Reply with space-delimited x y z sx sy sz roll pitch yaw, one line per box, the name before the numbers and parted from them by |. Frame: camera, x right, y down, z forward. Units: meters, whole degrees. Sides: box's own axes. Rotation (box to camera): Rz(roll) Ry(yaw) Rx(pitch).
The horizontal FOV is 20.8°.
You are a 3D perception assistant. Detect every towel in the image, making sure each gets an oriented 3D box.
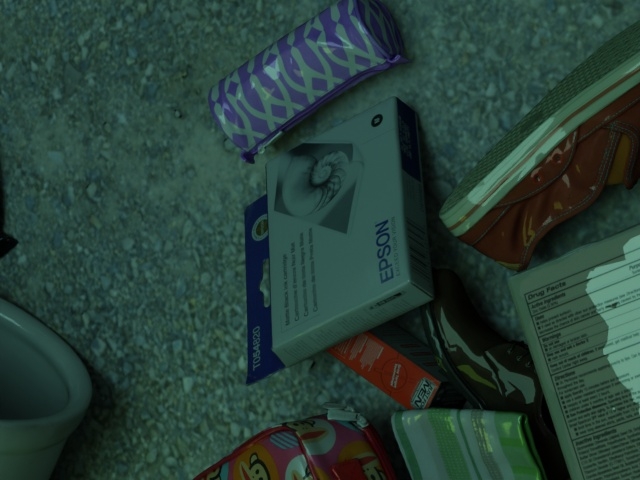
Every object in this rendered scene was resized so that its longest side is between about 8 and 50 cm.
towel | 0.134 0.201 1.541 0.152 0.023 0.113 -5 111 46

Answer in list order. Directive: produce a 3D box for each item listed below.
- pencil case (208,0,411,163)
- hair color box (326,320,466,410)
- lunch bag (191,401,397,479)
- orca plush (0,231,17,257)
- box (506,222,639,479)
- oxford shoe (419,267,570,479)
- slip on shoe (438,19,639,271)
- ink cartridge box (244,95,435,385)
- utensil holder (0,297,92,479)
pencil case | -0.015 -0.159 1.692 0.206 0.086 0.088 -33 63 28
hair color box | 0.068 0.112 1.636 0.141 0.072 0.043 34 106 30
lunch bag | 0.008 0.307 1.603 0.258 0.120 0.293 -39 69 45
orca plush | -0.444 -0.106 1.963 0.151 0.102 0.287 -16 80 32
box | 0.277 0.115 1.465 0.148 0.127 0.232 -24 75 31
oxford shoe | 0.167 0.113 1.570 0.096 0.083 0.227 -35 82 25
slip on shoe | 0.250 -0.098 1.514 0.101 0.123 0.331 44 109 -8
ink cartridge box | 0.000 0.000 1.647 0.224 0.045 0.223 -28 47 29
utensil holder | -0.460 0.265 1.832 0.327 0.327 0.386 34 108 30
